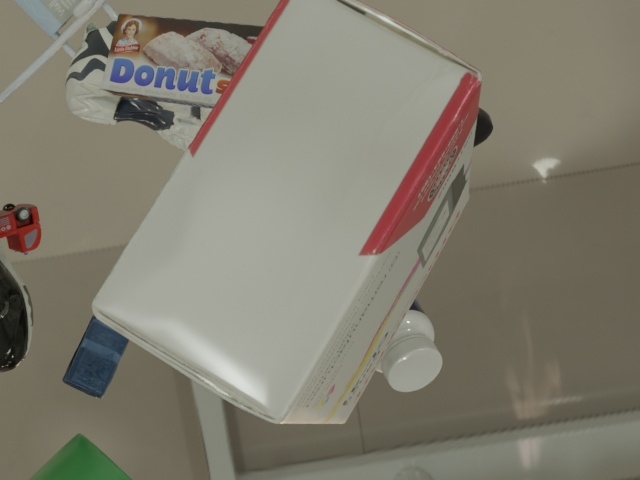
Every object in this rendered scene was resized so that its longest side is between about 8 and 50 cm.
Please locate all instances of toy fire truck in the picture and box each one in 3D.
[{"bbox_3d":[-0.446,0.037,1.336,0.192,0.047,0.135,-21,112,-40],"label":"toy fire truck"}]

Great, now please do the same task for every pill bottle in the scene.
[{"bbox_3d":[0.102,0.128,1.505,0.112,0.187,0.112,-13,130,-15],"label":"pill bottle"}]

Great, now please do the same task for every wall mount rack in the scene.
[{"bbox_3d":[-0.460,-0.339,1.452,0.304,0.130,0.350,-36,104,30],"label":"wall mount rack"}]

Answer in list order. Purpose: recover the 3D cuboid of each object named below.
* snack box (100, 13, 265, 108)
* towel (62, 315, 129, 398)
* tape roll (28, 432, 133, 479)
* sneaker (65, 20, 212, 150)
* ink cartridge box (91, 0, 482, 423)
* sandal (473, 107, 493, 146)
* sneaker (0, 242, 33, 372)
[{"bbox_3d":[-0.086,-0.134,0.784,0.178,0.022,0.064,11,87,27],"label":"snack box"},{"bbox_3d":[-0.332,0.173,1.534,0.067,0.119,0.029,29,144,-15],"label":"towel"},{"bbox_3d":[-0.110,0.294,0.824,0.077,0.321,0.321,-44,106,-18],"label":"tape roll"},{"bbox_3d":[-0.189,-0.200,1.251,0.234,0.153,0.094,9,144,-20],"label":"sneaker"},{"bbox_3d":[0.000,0.000,0.691,0.131,0.306,0.226,29,85,13],"label":"ink cartridge box"},{"bbox_3d":[0.109,-0.125,1.317,0.254,0.055,0.097,-6,150,-25],"label":"sandal"},{"bbox_3d":[-0.425,0.027,1.201,0.107,0.124,0.283,-13,96,5],"label":"sneaker"}]
